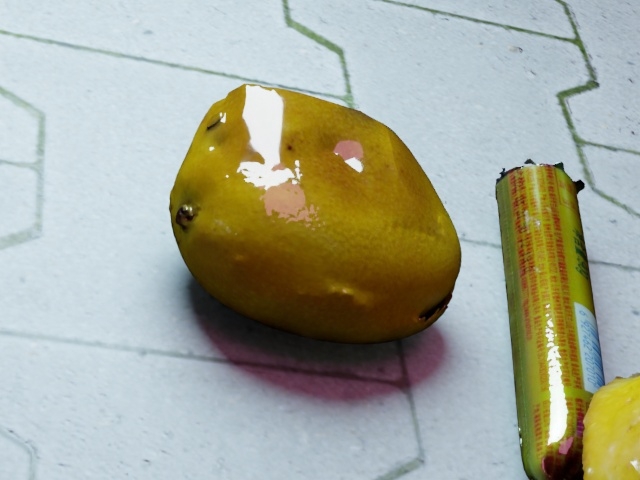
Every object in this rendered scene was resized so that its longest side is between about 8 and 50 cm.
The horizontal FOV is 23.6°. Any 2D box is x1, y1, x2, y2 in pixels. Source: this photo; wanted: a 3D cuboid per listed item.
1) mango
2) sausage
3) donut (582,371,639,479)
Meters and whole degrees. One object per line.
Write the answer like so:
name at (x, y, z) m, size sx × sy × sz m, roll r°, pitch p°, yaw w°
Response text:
mango at (0.000, 0.000, 1.167) m, size 0.236 × 0.136 × 0.166 m, roll 12°, pitch 54°, yaw -20°
sausage at (0.187, 0.076, 1.211) m, size 0.082 × 0.082 × 0.372 m, roll 15°, pitch 40°, yaw -10°
donut at (0.308, 0.193, 1.073) m, size 0.277 × 0.108 × 0.278 m, roll 28°, pitch 41°, yaw -27°
